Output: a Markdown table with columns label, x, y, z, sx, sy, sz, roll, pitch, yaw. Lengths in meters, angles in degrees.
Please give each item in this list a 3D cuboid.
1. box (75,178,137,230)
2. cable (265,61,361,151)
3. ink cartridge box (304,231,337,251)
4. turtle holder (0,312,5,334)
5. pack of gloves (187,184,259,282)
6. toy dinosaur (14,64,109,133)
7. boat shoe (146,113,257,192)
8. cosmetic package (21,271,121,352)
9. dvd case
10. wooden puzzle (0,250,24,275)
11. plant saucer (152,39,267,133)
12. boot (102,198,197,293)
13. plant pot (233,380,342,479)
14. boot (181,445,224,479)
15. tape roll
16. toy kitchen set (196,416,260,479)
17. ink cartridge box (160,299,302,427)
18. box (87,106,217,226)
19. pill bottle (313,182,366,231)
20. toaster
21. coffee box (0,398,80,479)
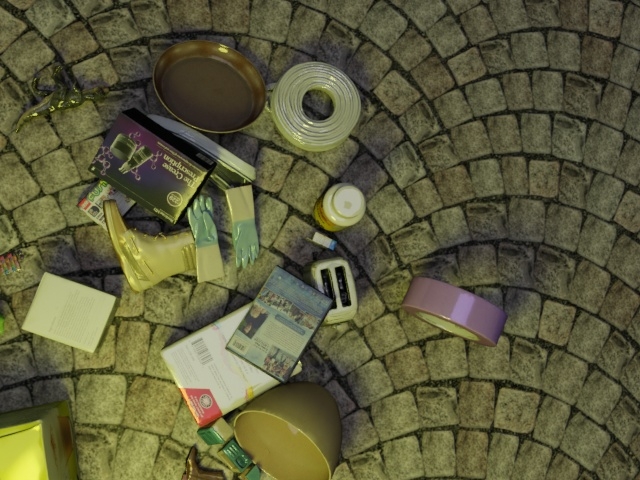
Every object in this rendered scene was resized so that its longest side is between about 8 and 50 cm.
| label | x | y | z | sx | sy | sz | roll | pitch | yaw |
| --- | --- | --- | --- | --- | --- | --- | --- | --- | --- |
| box | -0.542 | -0.134 | 1.812 | 0.114 | 0.036 | 0.207 | 40 | 79 | -5 |
| cable | -0.012 | -0.384 | 1.910 | 0.257 | 0.089 | 0.257 | -34 | 91 | -12 |
| ink cartridge box | 0.000 | 0.000 | 1.895 | 0.083 | 0.048 | 0.028 | 25 | 80 | -8 |
| turtle holder | -0.967 | 0.224 | 1.620 | 0.320 | 0.243 | 0.227 | -30 | 110 | -51 |
| pack of gloves | -0.265 | -0.022 | 1.814 | 0.195 | 0.046 | 0.232 | -14 | 106 | -32 |
| toy dinosaur | -0.708 | -0.391 | 1.796 | 0.268 | 0.064 | 0.118 | -24 | 96 | -9 |
| boat shoe | -0.337 | -0.221 | 1.816 | 0.335 | 0.121 | 0.119 | 29 | 82 | -6 |
| cosmetic package | -0.625 | 0.181 | 1.707 | 0.184 | 0.151 | 0.151 | 22 | 81 | -9 |
| dvd case | -0.102 | 0.215 | 1.728 | 0.180 | 0.022 | 0.253 | 32 | 83 | -5 |
| wooden puzzle | -0.813 | 0.061 | 1.756 | 0.083 | 0.006 | 0.049 | -19 | 88 | -12 |
| plant saucer | -0.301 | -0.411 | 1.834 | 0.311 | 0.050 | 0.310 | 9 | 61 | -16 |
| boot | -0.442 | -0.011 | 1.769 | 0.203 | 0.095 | 0.262 | -21 | 107 | -13 |
| plant pot | -0.055 | 0.480 | 1.751 | 0.284 | 0.284 | 0.191 | 45 | 46 | -4 |
| boot | -0.303 | 0.608 | 1.787 | 0.114 | 0.037 | 0.106 | 16 | 81 | -12 |
| tape roll | 0.361 | 0.194 | 1.830 | 0.275 | 0.275 | 0.090 | 25 | 81 | -7 |
| toy kitchen set | -0.262 | 0.590 | 1.724 | 0.207 | 0.122 | 0.166 | 49 | 57 | -4 |
| ink cartridge box | -0.235 | 0.314 | 1.779 | 0.306 | 0.131 | 0.226 | -26 | 89 | -14 |
| box | -0.430 | -0.189 | 1.734 | 0.261 | 0.103 | 0.184 | 33 | 109 | -6 |
| pill bottle | 0.054 | -0.090 | 1.830 | 0.117 | 0.215 | 0.117 | 1 | 84 | -11 |
| toaster | 0.028 | 0.129 | 1.839 | 0.129 | 0.146 | 0.227 | -9 | 86 | -12 |
| coffee box | -0.755 | 0.585 | 1.549 | 0.338 | 0.334 | 0.337 | -9 | 86 | -11 |
